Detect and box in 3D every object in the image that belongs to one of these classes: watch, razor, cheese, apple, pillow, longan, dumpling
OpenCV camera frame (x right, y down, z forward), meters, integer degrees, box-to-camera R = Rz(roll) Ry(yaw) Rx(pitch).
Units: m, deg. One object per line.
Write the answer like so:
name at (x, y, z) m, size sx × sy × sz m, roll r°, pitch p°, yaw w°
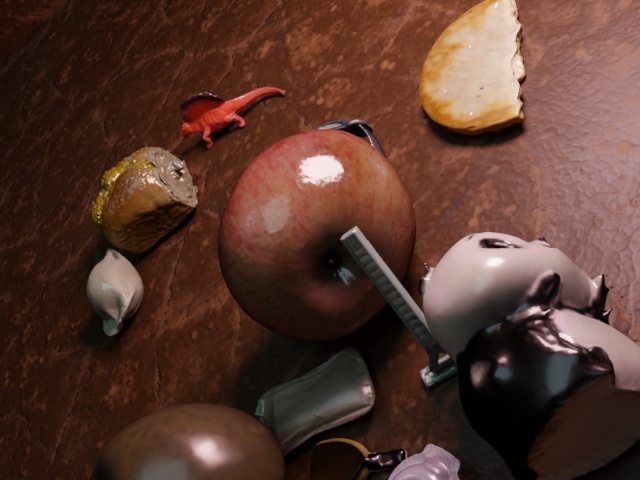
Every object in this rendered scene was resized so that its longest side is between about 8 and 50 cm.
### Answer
watch at (0.029, -0.139, 1.376) m, size 0.206 × 0.068 × 0.193 m, roll -46°, pitch 61°, yaw 9°
razor at (0.123, 0.095, 1.046) m, size 0.111 × 0.278 × 0.056 m, roll -35°, pitch 16°, yaw 17°
cheese at (0.059, 0.339, 1.095) m, size 0.163 × 0.036 × 0.086 m, roll -18°, pitch 50°, yaw 30°
cheese at (0.124, 0.402, 0.987) m, size 0.135 × 0.052 × 0.244 m, roll 21°, pitch 88°, yaw 48°
apple at (0.000, 0.000, 1.163) m, size 0.344 × 0.345 × 0.269 m, roll -48°, pitch 43°, yaw 4°
pillow at (-0.013, 0.270, 1.196) m, size 0.233 × 0.038 × 0.130 m, roll -32°, pitch 46°, yaw 20°
longan at (-0.211, 0.389, 1.111) m, size 0.350 × 0.288 × 0.288 m, roll -31°, pitch 46°, yaw 38°
dumpling at (-0.465, 0.123, 1.625) m, size 0.228 × 0.124 × 0.151 m, roll -112°, pitch 33°, yaw -48°

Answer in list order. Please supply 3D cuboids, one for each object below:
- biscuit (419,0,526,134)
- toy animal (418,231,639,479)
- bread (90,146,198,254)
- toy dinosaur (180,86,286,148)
biscuit at (0.279, -0.310, 1.328) m, size 0.205 × 0.040 × 0.308 m, roll -15°, pitch 54°, yaw 32°
toy animal at (0.260, 0.127, 0.925) m, size 0.251 × 0.251 × 0.310 m, roll -41°, pitch 40°, yaw 11°
bread at (-0.415, -0.110, 1.675) m, size 0.246 × 0.176 × 0.195 m, roll -37°, pitch 48°, yaw 15°
toy dinosaur at (-0.234, -0.320, 1.686) m, size 0.286 × 0.139 × 0.070 m, roll -26°, pitch 50°, yaw 24°
